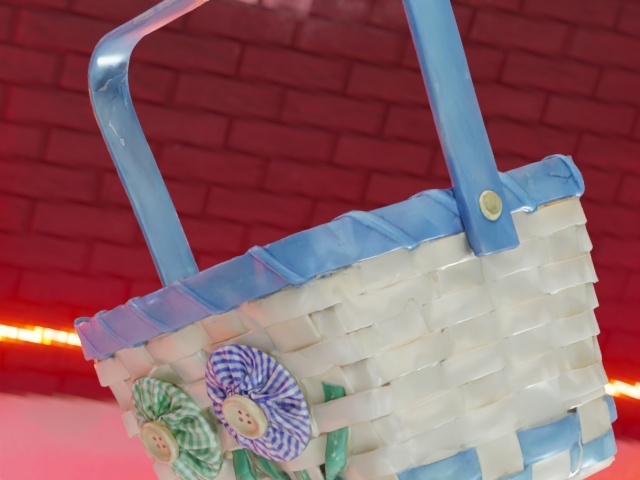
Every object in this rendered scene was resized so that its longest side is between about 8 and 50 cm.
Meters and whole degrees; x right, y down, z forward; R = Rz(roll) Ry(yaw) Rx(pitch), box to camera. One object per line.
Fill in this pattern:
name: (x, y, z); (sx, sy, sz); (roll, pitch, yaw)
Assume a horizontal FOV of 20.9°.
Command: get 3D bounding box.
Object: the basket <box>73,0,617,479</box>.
basket: (0.000, 0.000, 0.809); (0.201, 0.289, 0.255); (-11, 170, -36)
